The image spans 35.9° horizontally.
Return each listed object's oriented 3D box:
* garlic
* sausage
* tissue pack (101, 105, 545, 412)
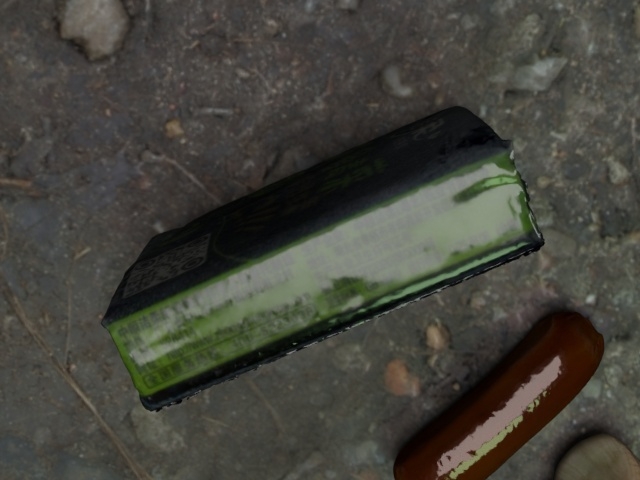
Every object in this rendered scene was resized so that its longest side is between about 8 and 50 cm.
[{"bbox_3d":[0.316,0.313,1.154,0.124,0.099,0.174,39,102,7],"label":"garlic"},{"bbox_3d":[0.205,0.202,1.133,0.300,0.083,0.089,-45,87,9],"label":"sausage"},{"bbox_3d":[0.000,0.000,0.986,0.394,0.288,0.124,-24,104,6],"label":"tissue pack"}]
